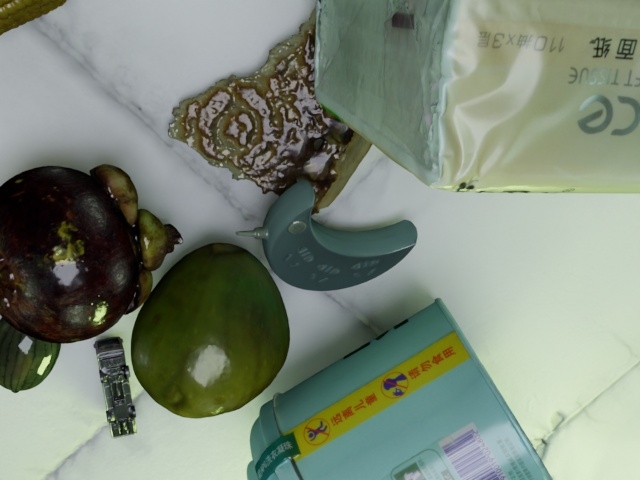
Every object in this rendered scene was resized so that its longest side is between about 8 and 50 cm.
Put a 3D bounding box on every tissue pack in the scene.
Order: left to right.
[{"bbox_3d":[0.231,-0.173,0.958,0.405,0.332,0.205,-1,109,-19],"label":"tissue pack"}]

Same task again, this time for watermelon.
[{"bbox_3d":[-0.341,0.126,1.152,0.078,0.078,0.110,18,112,-19],"label":"watermelon"}]

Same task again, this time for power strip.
[{"bbox_3d":[0.000,0.000,1.146,0.216,0.044,0.137,17,131,-39],"label":"power strip"}]

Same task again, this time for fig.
[{"bbox_3d":[-0.123,0.098,1.129,0.181,0.181,0.191,7,98,-15],"label":"fig"}]

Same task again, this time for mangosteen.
[{"bbox_3d":[-0.253,0.008,1.070,0.217,0.192,0.192,-20,123,-38],"label":"mangosteen"}]

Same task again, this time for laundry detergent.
[{"bbox_3d":[0.086,0.265,1.192,0.305,0.287,0.287,-31,117,3],"label":"laundry detergent"}]

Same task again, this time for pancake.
[{"bbox_3d":[-0.045,-0.152,1.109,0.245,0.057,0.266,1,111,-3],"label":"pancake"}]

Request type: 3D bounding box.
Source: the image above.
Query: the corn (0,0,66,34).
[{"bbox_3d":[-0.337,-0.238,0.970,0.262,0.097,0.097,-25,118,5],"label":"corn"}]

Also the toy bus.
[{"bbox_3d":[-0.247,0.177,1.210,0.037,0.052,0.130,-10,119,-13],"label":"toy bus"}]
